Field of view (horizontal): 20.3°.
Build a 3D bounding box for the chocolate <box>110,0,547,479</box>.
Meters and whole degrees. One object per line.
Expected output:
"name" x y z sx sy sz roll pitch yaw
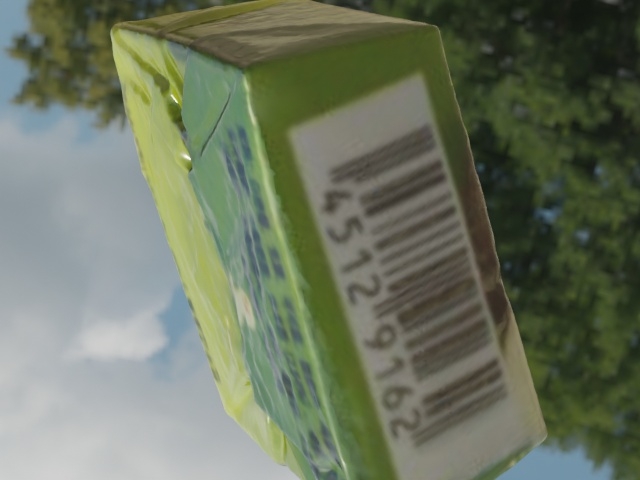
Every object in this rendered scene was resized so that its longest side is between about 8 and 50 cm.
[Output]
"chocolate" 0.000 0.000 1.097 0.137 0.301 0.289 -20 -163 -16
